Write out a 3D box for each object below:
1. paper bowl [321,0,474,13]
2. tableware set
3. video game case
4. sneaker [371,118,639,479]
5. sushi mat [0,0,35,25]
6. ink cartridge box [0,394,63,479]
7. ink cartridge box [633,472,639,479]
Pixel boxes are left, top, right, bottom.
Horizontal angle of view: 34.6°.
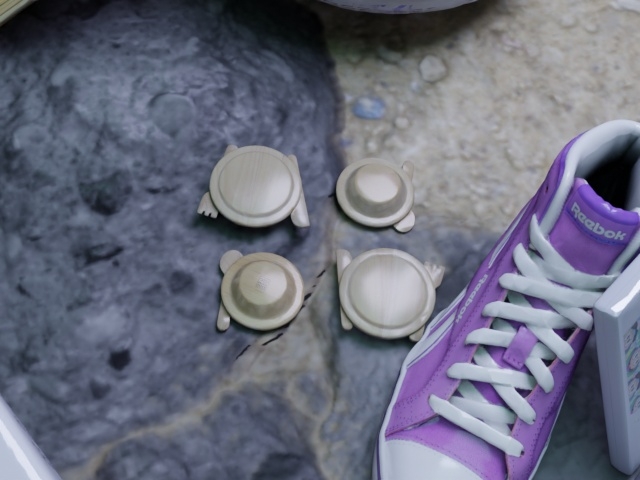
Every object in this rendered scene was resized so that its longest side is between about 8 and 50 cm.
[{"bbox_3d":[0.049,-0.292,0.777,0.284,0.148,0.284,1,62,-2],"label":"paper bowl"},{"bbox_3d":[0.000,0.000,0.693,0.169,0.020,0.141,3,64,-3],"label":"tableware set"},{"bbox_3d":[0.215,0.046,0.608,0.143,0.157,0.019,-42,48,-22],"label":"video game case"},{"bbox_3d":[0.118,0.044,0.598,0.102,0.161,0.282,27,65,9],"label":"sneaker"},{"bbox_3d":[-0.164,-0.256,0.720,0.316,0.019,0.151,-27,63,24],"label":"sushi mat"},{"bbox_3d":[-0.091,0.258,0.408,0.160,0.279,0.384,-34,70,-20],"label":"ink cartridge box"},{"bbox_3d":[0.277,0.185,0.526,0.233,0.171,0.168,42,68,17],"label":"ink cartridge box"}]
